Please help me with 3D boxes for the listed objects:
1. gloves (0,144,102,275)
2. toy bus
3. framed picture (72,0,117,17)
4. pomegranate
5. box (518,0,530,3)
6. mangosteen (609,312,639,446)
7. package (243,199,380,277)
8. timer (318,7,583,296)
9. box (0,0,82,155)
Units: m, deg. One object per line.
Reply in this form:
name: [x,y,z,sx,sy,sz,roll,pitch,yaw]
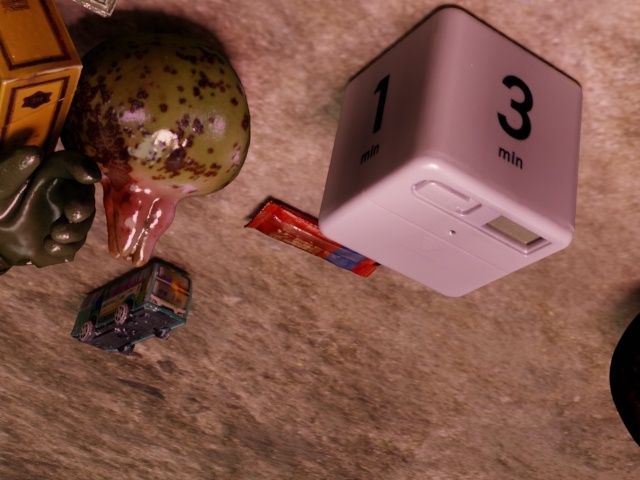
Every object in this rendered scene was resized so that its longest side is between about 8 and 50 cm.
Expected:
gloves: [-0.292,-0.028,1.078,0.135,0.107,0.268,45,144,-22]
toy bus: [-0.297,0.112,1.655,0.091,0.109,0.262,29,148,-31]
framed picture: [-0.259,-0.316,0.935,0.231,0.010,0.173,22,121,-19]
pomegranate: [-0.180,-0.095,1.128,0.214,0.248,0.214,10,175,1]
box: [0.094,-0.268,0.939,0.218,0.039,0.055,14,151,-4]
mangosteen: [0.533,0.175,1.371,0.302,0.275,0.275,-7,168,-43]
package: [0.000,0.000,1.445,0.200,0.022,0.083,23,149,-21]
timer: [0.134,-0.083,1.086,0.192,0.195,0.194,26,146,-24]
box: [-0.344,-0.170,1.103,0.084,0.193,0.301,-19,165,-30]
